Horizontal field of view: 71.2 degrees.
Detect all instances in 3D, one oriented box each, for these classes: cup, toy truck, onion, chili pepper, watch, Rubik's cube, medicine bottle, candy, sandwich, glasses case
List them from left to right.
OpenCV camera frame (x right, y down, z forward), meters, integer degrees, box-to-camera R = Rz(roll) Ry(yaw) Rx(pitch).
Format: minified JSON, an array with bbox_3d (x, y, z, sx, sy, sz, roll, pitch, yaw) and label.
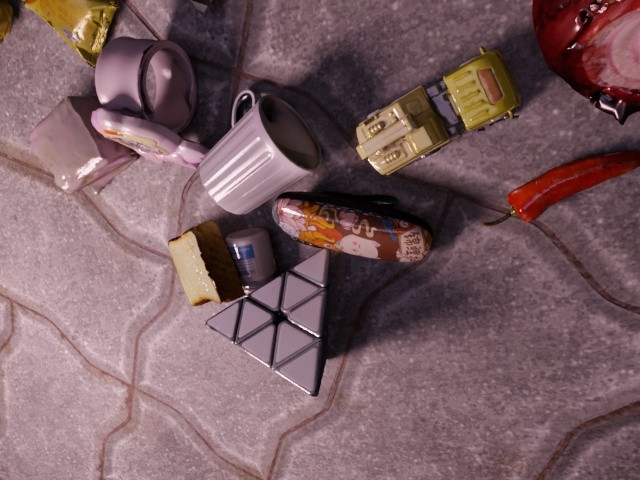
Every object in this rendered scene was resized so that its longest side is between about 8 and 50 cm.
[{"bbox_3d":[-0.543,-0.220,1.043,0.195,0.137,0.184,-26,97,25],"label":"candy"},{"bbox_3d":[-0.330,-0.286,0.921,0.211,0.248,0.217,13,87,18],"label":"watch"},{"bbox_3d":[-0.269,0.061,1.019,0.215,0.065,0.186,-21,90,55],"label":"sandwich"},{"bbox_3d":[-0.150,0.062,1.007,0.105,0.105,0.168,-5,107,23],"label":"medicine bottle"},{"bbox_3d":[-0.124,-0.179,0.905,0.202,0.221,0.167,-31,129,30],"label":"cup"},{"bbox_3d":[-0.058,0.188,0.938,0.233,0.229,0.228,-36,84,46],"label":"Rubik's cube"},{"bbox_3d":[0.059,-0.027,0.883,0.321,0.082,0.122,12,151,14],"label":"glasses case"},{"bbox_3d":[0.186,-0.206,0.750,0.272,0.157,0.124,-24,98,27],"label":"toy truck"},{"bbox_3d":[0.407,-0.091,0.760,0.272,0.071,0.063,-28,57,22],"label":"chili pepper"},{"bbox_3d":[0.438,-0.327,0.527,0.341,0.341,0.341,7,111,19],"label":"onion"}]

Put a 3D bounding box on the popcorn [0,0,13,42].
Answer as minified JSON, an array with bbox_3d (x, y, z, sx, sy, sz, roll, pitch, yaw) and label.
[{"bbox_3d":[-0.839,-0.533,1.012,0.200,0.203,0.226,-36,75,18],"label":"popcorn"}]

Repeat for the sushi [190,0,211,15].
[{"bbox_3d":[-0.215,-0.627,0.812,0.294,0.059,0.292,48,118,0],"label":"sushi"}]

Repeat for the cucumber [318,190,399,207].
[{"bbox_3d":[0.067,-0.080,0.911,0.184,0.036,0.033,6,133,18],"label":"cucumber"}]

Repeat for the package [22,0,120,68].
[{"bbox_3d":[-0.544,-0.509,0.965,0.226,0.090,0.168,42,120,0],"label":"package"}]

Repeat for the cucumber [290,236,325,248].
[{"bbox_3d":[0.000,0.002,0.967,0.135,0.033,0.034,18,118,15],"label":"cucumber"}]
